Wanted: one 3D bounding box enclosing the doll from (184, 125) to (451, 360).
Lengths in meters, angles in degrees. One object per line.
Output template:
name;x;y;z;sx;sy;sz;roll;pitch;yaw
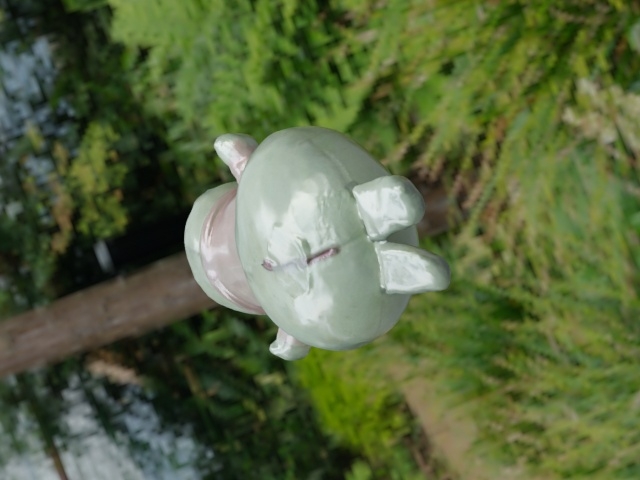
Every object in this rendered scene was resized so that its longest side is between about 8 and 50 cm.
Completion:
doll;-0.013;0.004;0.954;0.275;0.113;0.154;-169;61;-73
